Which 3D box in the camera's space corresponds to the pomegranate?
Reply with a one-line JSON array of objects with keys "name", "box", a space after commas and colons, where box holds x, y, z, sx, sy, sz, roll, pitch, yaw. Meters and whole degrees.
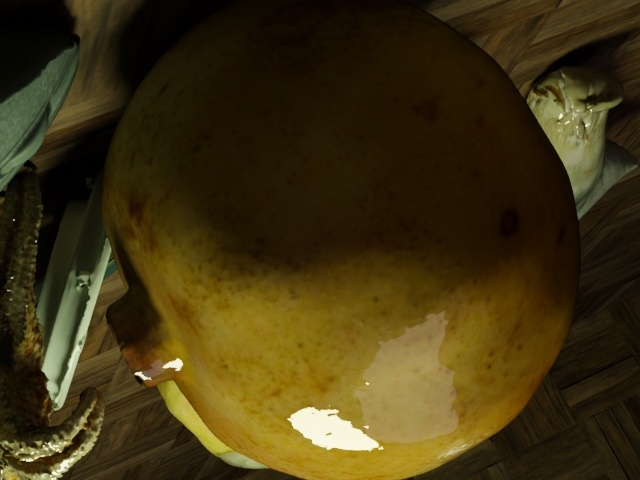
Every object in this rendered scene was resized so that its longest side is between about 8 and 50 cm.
[{"name": "pomegranate", "box": [0.000, 0.000, 1.469, 0.416, 0.416, 0.416, -26, 166, -7]}]

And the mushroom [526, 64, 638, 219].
[{"name": "mushroom", "box": [0.294, -0.105, 2.211, 0.177, 0.126, 0.397, -39, 165, 2]}]

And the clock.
[{"name": "clock", "box": [-0.221, 0.033, 1.632, 0.053, 0.236, 0.236, 18, 154, -8]}]

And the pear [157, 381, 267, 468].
[{"name": "pear", "box": [-0.071, 0.140, 2.192, 0.271, 0.271, 0.271, -26, 166, -7]}]

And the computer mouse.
[{"name": "computer mouse", "box": [-0.322, -0.033, 1.293, 0.374, 0.114, 0.203, -27, 165, -10]}]

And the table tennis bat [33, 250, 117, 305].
[{"name": "table tennis bat", "box": [-0.258, 0.060, 1.776, 0.274, 0.021, 0.154, -40, 163, -30]}]

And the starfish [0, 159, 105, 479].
[{"name": "starfish", "box": [-0.262, 0.091, 1.488, 0.113, 0.303, 0.312, -1, 157, -32]}]
